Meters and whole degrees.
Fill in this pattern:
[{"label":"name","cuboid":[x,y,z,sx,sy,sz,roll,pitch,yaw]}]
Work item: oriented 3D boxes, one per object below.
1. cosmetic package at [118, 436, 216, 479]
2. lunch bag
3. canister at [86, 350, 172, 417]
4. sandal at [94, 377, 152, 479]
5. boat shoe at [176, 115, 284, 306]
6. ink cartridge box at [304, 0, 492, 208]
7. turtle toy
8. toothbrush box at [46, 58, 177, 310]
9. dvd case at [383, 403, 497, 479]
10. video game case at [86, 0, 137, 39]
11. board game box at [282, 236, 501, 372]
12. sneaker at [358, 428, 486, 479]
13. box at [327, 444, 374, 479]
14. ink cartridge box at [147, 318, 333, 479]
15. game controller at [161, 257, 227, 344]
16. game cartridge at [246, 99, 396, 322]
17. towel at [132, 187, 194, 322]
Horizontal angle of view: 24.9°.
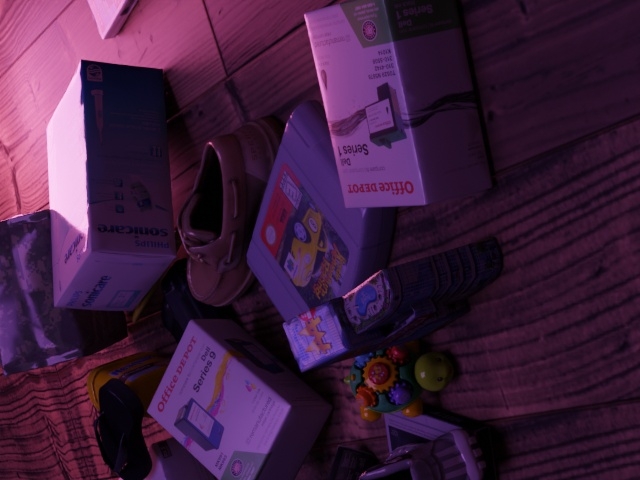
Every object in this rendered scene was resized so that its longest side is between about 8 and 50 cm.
[{"label":"cosmetic package","cuboid":[-0.248,0.400,2.318,0.231,0.085,0.117,-45,65,54]},{"label":"lunch bag","cuboid":[-0.407,0.068,2.269,0.287,0.169,0.235,-16,-89,-76]},{"label":"canister","cuboid":[-0.265,0.221,2.220,0.170,0.126,0.073,1,105,56]},{"label":"sandal","cuboid":[-0.309,0.293,2.175,0.097,0.054,0.254,34,149,23]},{"label":"boat shoe","cuboid":[-0.138,-0.029,1.900,0.121,0.110,0.341,55,145,28]},{"label":"ink cartridge box","cuboid":[0.080,-0.146,1.504,0.160,0.093,0.219,-1,102,59]},{"label":"turtle toy","cuboid":[0.088,0.152,1.637,0.066,0.130,0.095,35,-130,-69]},{"label":"toothbrush box","cuboid":[-0.301,-0.073,2.053,0.216,0.126,0.295,134,135,-56]},{"label":"dvd case","cuboid":[0.147,0.310,1.677,0.179,0.030,0.238,10,112,57]},{"label":"video game case","cuboid":[-0.294,-0.439,2.046,0.285,0.025,0.204,-41,69,57]},{"label":"board game box","cuboid":[0.070,0.074,1.526,0.194,0.194,0.060,-39,70,58]},{"label":"sneaker","cuboid":[0.076,0.275,1.615,0.086,0.132,0.228,65,148,16]},{"label":"box","cuboid":[0.011,0.391,1.783,0.051,0.220,0.175,13,127,6]},{"label":"ink cartridge box","cuboid":[-0.110,0.222,1.917,0.212,0.093,0.154,39,109,35]},{"label":"game controller","cuboid":[-0.143,0.181,2.077,0.319,0.067,0.166,59,161,25]},{"label":"game cartridge","cuboid":[0.000,0.000,1.749,0.196,0.060,0.294,50,143,28]},{"label":"towel","cuboid":[-0.222,0.023,2.080,0.021,0.102,0.237,28,141,-5]}]
